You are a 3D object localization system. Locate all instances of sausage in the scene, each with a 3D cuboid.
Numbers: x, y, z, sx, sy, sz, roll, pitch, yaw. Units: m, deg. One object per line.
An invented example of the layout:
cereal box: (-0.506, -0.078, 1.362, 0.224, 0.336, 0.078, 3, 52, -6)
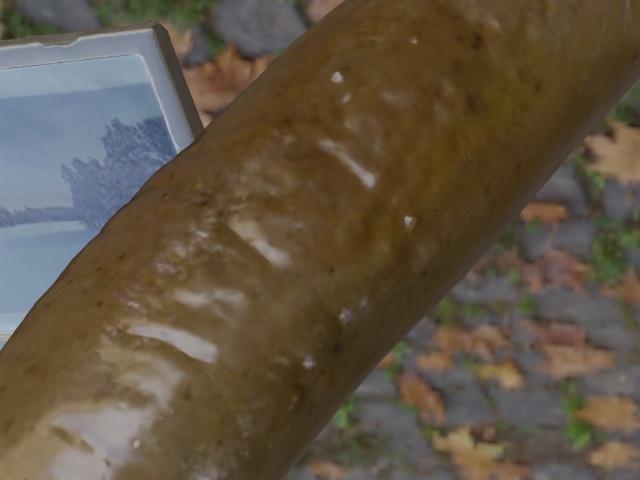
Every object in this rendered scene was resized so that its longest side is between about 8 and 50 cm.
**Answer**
sausage: (-0.001, -0.002, 0.750, 0.123, 0.501, 0.136, 26, 155, 40)

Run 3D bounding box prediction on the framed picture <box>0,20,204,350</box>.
framed picture: (-0.176, -0.020, 1.065, 0.289, 0.016, 0.213, -2, 122, 31)
